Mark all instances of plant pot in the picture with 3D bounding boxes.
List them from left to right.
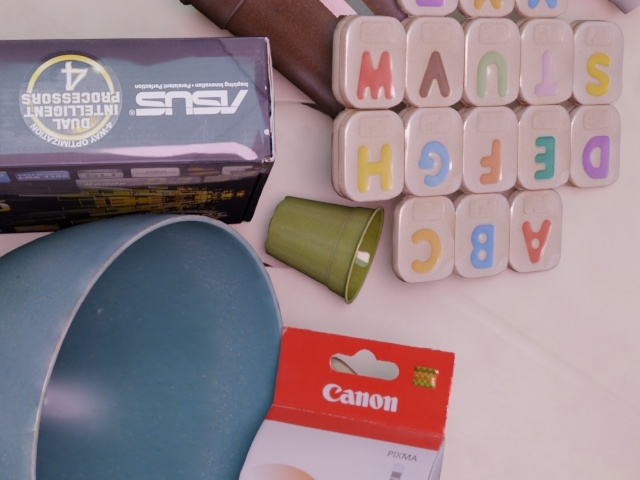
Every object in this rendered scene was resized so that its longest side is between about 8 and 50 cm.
[{"bbox_3d":[-0.183,0.115,1.117,0.195,0.290,0.290,8,74,31],"label":"plant pot"},{"bbox_3d":[0.000,0.000,1.241,0.079,0.083,0.083,19,76,11],"label":"plant pot"},{"bbox_3d":[0.002,-0.195,1.243,0.165,0.167,0.167,45,77,-2],"label":"plant pot"}]

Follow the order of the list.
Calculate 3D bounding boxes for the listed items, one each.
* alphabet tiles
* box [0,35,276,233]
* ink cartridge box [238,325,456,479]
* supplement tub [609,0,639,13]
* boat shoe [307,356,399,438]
[{"bbox_3d":[0.132,-0.107,1.221,0.284,0.021,0.278,-4,100,-33],"label":"alphabet tiles"},{"bbox_3d":[-0.237,-0.067,1.105,0.395,0.318,0.097,-2,81,-7],"label":"box"},{"bbox_3d":[0.016,0.160,1.124,0.145,0.045,0.179,8,89,23],"label":"ink cartridge box"},{"bbox_3d":[0.233,-0.303,1.284,0.144,0.144,0.199,-43,92,-12],"label":"supplement tub"},{"bbox_3d":[0.043,0.238,1.175,0.098,0.109,0.302,-22,86,-11],"label":"boat shoe"}]
